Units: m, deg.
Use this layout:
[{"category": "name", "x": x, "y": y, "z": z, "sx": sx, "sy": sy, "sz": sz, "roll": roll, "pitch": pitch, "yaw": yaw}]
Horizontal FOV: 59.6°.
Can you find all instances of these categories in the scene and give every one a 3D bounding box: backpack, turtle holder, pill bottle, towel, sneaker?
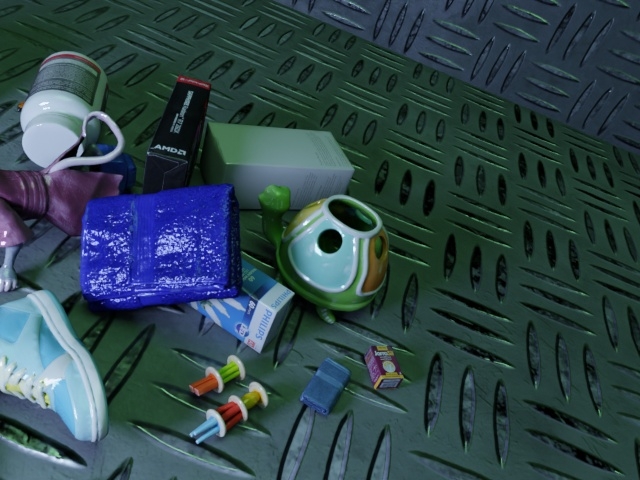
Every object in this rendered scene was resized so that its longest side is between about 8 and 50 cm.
[{"category": "backpack", "x": -0.502, "y": -0.172, "z": 1.343, "sx": 0.101, "sy": 0.098, "sz": 0.120, "roll": 2, "pitch": 29, "yaw": -37}, {"category": "turtle holder", "x": 0.018, "y": 0.001, "z": 1.286, "sx": 0.243, "sy": 0.227, "sz": 0.320, "roll": -11, "pitch": 50, "yaw": -34}, {"category": "pill bottle", "x": -0.630, "y": -0.318, "z": 1.379, "sx": 0.176, "sy": 0.176, "sz": 0.319, "roll": 7, "pitch": 41, "yaw": -19}, {"category": "towel", "x": 0.012, "y": 0.289, "z": 1.111, "sx": 0.067, "sy": 0.029, "sz": 0.119, "roll": 30, "pitch": 39, "yaw": 10}, {"category": "towel", "x": -0.306, "y": 0.012, "z": 1.064, "sx": 0.308, "sy": 0.076, "sz": 0.228, "roll": -6, "pitch": 82, "yaw": 7}, {"category": "sneaker", "x": -0.479, "y": 0.220, "z": 0.880, "sx": 0.208, "sy": 0.127, "sz": 0.319, "roll": -15, "pitch": 42, "yaw": -40}]

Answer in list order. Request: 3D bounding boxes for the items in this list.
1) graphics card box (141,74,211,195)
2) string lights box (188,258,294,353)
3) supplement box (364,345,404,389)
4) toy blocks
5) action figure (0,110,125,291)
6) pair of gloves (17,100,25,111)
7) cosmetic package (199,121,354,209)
[{"category": "graphics card box", "x": -0.348, "y": -0.210, "z": 1.348, "sx": 0.094, "sy": 0.233, "sz": 0.371, "roll": 14, "pitch": 39, "yaw": -11}, {"category": "string lights box", "x": -0.193, "y": 0.100, "z": 1.145, "sx": 0.259, "sy": 0.133, "sz": 0.077, "roll": 32, "pitch": 38, "yaw": 12}, {"category": "supplement box", "x": 0.133, "y": 0.268, "z": 1.182, "sx": 0.055, "sy": 0.043, "sz": 0.083, "roll": 3, "pitch": 42, "yaw": -22}, {"category": "toy blocks", "x": -0.185, "y": 0.285, "z": 1.000, "sx": 0.148, "sy": 0.054, "sz": 0.123, "roll": -24, "pitch": 58, "yaw": -42}, {"category": "action figure", "x": -0.561, "y": -0.086, "z": 1.091, "sx": 0.248, "sy": 0.276, "sz": 0.370, "roll": 47, "pitch": 31, "yaw": 19}, {"category": "pair of gloves", "x": -0.756, "y": -0.351, "z": 1.488, "sx": 0.083, "sy": 0.010, "sz": 0.074, "roll": 25, "pitch": 39, "yaw": 1}, {"category": "cosmetic package", "x": -0.120, "y": -0.198, "z": 1.506, "sx": 0.365, "sy": 0.155, "sz": 0.197, "roll": -1, "pitch": 44, "yaw": -26}]
